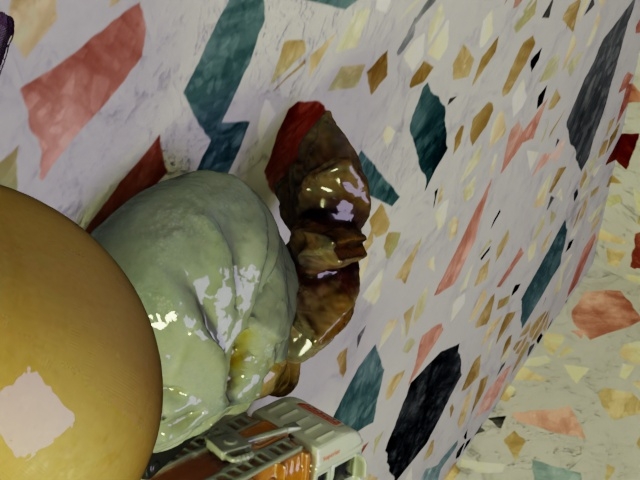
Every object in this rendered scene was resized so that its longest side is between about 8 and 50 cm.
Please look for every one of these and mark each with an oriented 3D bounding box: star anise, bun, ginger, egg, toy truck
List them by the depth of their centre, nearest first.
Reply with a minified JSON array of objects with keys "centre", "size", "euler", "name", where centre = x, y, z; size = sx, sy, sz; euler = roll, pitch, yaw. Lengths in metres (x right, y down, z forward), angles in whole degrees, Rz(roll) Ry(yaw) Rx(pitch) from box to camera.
[{"centre":[-0.279,0.105,1.135],"size":[0.301,0.301,0.374],"euler":[-55,157,-21],"name":"egg"},{"centre":[-0.140,0.090,1.604],"size":[0.354,0.194,0.354],"euler":[-48,155,-31],"name":"bun"},{"centre":[-0.004,-0.001,1.809],"size":[0.315,0.108,0.315],"euler":[-178,-90,-77],"name":"star anise"},{"centre":[-0.105,0.343,1.972],"size":[0.387,0.173,0.207],"euler":[-20,127,-47],"name":"toy truck"},{"centre":[-0.081,0.188,2.037],"size":[0.095,0.069,0.190],"euler":[-64,160,8],"name":"ginger"}]

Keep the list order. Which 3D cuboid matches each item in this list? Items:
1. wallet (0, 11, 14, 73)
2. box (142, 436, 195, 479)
[{"centre":[-0.306,-0.146,1.154],"size":[0.111,0.030,0.166],"euler":[-64,159,4],"name":"wallet"},{"centre":[-0.194,0.219,1.827],"size":[0.126,0.027,0.125],"euler":[-39,133,-50],"name":"box"}]
